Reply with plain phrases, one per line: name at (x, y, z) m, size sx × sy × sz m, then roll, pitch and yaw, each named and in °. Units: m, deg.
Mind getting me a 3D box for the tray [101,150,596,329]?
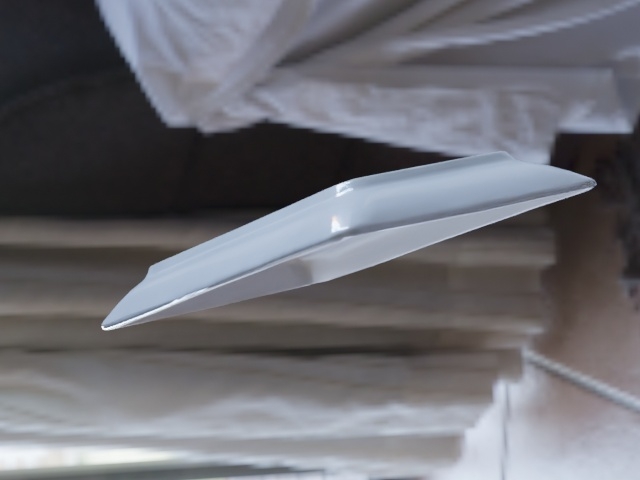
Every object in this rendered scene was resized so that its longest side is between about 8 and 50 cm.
tray at (0.000, 0.000, 0.829) m, size 0.270 × 0.145 × 0.030 m, roll -21°, pitch 83°, yaw 58°
